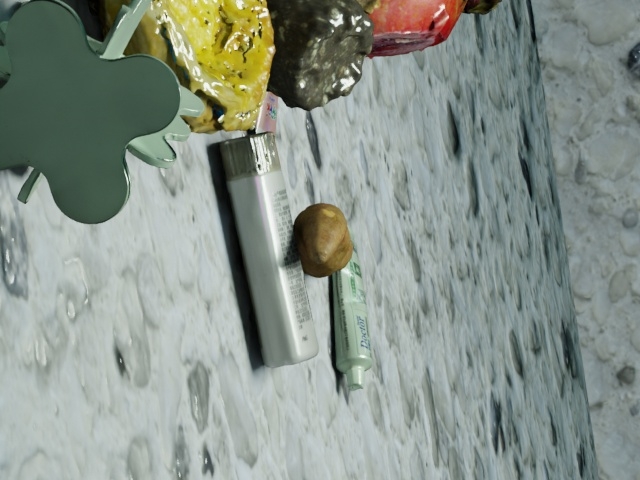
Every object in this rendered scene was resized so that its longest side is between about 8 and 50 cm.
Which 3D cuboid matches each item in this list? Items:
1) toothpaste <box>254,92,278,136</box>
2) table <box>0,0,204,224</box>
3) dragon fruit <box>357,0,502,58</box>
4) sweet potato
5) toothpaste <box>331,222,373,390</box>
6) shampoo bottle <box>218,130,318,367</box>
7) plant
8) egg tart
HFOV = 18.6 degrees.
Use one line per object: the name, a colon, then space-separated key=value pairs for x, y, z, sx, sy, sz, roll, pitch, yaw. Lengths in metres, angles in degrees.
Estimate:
toothpaste: x=-0.061 y=-0.197 z=2.050 sx=0.067 sy=0.043 sz=0.194 roll=26 pitch=60 yaw=-73
table: x=-0.171 y=-0.119 z=1.466 sx=0.198 sy=0.166 sz=0.166 roll=-75 pitch=151 yaw=-72
dragon fruit: x=0.059 y=-0.353 z=2.172 sx=0.250 sy=0.269 sz=0.291 roll=37 pitch=48 yaw=-80
sweet potato: x=0.000 y=0.000 z=2.004 sx=0.067 sy=0.059 sz=0.281 roll=-61 pitch=174 yaw=-5
toothpaste: x=0.032 y=0.069 z=2.195 sx=0.064 sy=0.041 sz=0.218 roll=45 pitch=34 yaw=-52
shampoo bottle: x=-0.051 y=0.008 z=1.921 sx=0.086 sy=0.056 sz=0.227 roll=-35 pitch=114 yaw=-80
plant: x=-0.044 y=-0.219 z=1.909 sx=0.129 sy=0.194 sz=0.132 roll=-17 pitch=137 yaw=-37
egg tart: x=-0.135 y=-0.221 z=1.716 sx=0.291 sy=0.107 sz=0.291 roll=-11 pitch=90 yaw=-68
